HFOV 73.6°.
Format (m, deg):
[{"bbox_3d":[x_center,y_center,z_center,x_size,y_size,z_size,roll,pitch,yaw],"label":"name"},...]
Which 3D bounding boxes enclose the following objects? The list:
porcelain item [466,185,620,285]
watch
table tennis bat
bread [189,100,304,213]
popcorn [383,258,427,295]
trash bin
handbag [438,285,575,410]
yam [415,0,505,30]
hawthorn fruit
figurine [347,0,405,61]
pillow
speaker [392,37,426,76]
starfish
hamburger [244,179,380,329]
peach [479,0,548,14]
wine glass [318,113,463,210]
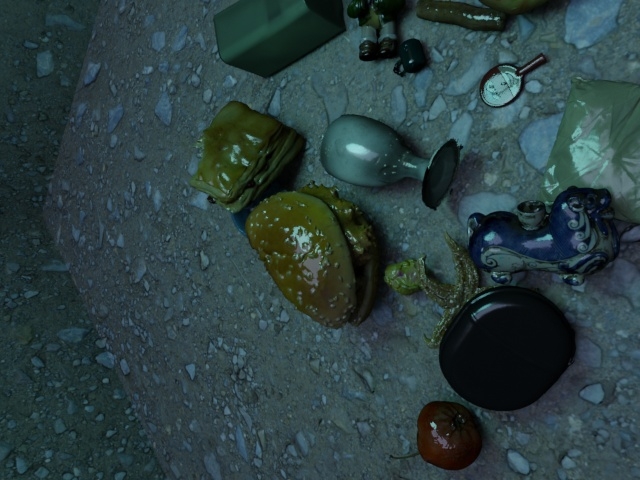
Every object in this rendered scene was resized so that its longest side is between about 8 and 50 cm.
[{"bbox_3d":[0.450,-0.012,0.893,0.287,0.138,0.186,1,119,37],"label":"porcelain item"},{"bbox_3d":[-0.209,-0.097,1.440,0.211,0.211,0.193,34,134,32],"label":"watch"},{"bbox_3d":[0.442,-0.374,0.987,0.154,0.019,0.098,-30,74,39],"label":"table tennis bat"},{"bbox_3d":[-0.259,-0.284,1.335,0.314,0.370,0.192,29,152,30],"label":"bread"},{"bbox_3d":[0.227,0.101,1.143,0.089,0.109,0.097,94,178,-58],"label":"popcorn"},{"bbox_3d":[-0.122,-0.647,1.296,0.343,0.222,0.158,-8,88,36],"label":"trash bin"},{"bbox_3d":[0.413,0.249,0.961,0.253,0.093,0.308,30,113,10],"label":"handbag"},{"bbox_3d":[0.337,-0.549,1.038,0.241,0.056,0.057,32,112,35],"label":"yam"},{"bbox_3d":[0.283,0.530,1.096,0.165,0.165,0.286,49,126,26],"label":"hawthorn fruit"},{"bbox_3d":[0.144,-0.674,1.119,0.281,0.167,0.370,0,102,24],"label":"figurine"},{"bbox_3d":[0.601,-0.174,0.833,0.280,0.076,0.275,20,105,35],"label":"pillow"},{"bbox_3d":[0.234,-0.476,1.129,0.094,0.060,0.076,145,112,-72],"label":"speaker"},{"bbox_3d":[0.374,0.142,1.049,0.302,0.060,0.300,14,96,23],"label":"starfish"},{"bbox_3d":[0.000,0.000,1.168,0.287,0.268,0.445,-52,61,24],"label":"hamburger"},{"bbox_3d":[0.422,-0.591,0.889,0.232,0.232,0.233,3,95,39],"label":"peach"},{"bbox_3d":[0.168,-0.213,1.109,0.356,0.190,0.191,25,108,36],"label":"wine glass"}]
